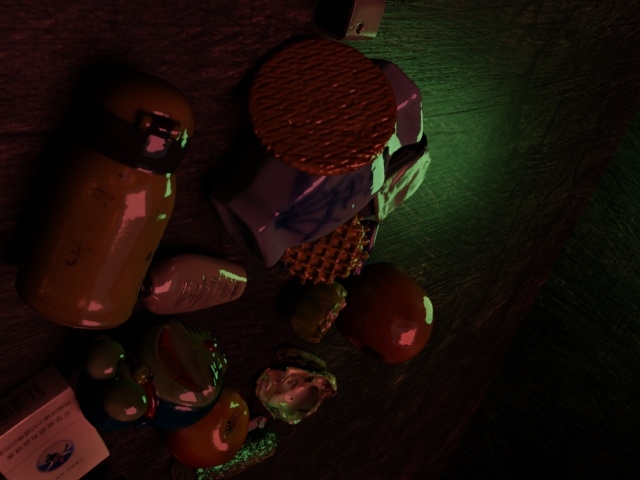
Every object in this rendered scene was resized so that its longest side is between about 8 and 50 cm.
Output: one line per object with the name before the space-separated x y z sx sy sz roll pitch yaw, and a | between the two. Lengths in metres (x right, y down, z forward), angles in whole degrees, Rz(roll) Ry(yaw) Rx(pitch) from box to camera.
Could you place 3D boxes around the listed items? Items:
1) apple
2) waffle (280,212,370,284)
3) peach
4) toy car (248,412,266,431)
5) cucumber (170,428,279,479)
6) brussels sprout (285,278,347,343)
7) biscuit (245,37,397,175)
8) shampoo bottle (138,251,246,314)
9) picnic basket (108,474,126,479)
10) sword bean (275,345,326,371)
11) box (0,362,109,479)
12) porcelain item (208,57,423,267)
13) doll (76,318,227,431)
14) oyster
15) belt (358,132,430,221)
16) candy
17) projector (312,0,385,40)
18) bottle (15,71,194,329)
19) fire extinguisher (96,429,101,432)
apple | 0.165 0.179 1.810 0.253 0.253 0.254 -35 146 -28
waffle | 0.000 0.000 1.475 0.193 0.070 0.197 -41 111 18
peach | -0.259 0.407 1.596 0.190 0.192 0.190 19 68 -57
toy car | -0.199 0.459 1.790 0.142 0.069 0.055 -18 96 -45
cucumber | -0.226 0.550 1.826 0.359 0.096 0.096 0 121 -58
brussels sprout | -0.018 0.153 1.662 0.152 0.122 0.149 -52 179 -40
biscuit | 0.004 -0.221 1.184 0.254 0.254 0.035 -42 174 -18
shampoo bottle | -0.243 0.078 1.300 0.256 0.078 0.127 2 125 -58
picnic basket | -0.431 0.666 1.365 0.337 0.337 0.293 -54 162 2
sword bean | -0.043 0.309 1.871 0.043 0.038 0.269 -54 151 -1
box | -0.486 0.350 1.260 0.164 0.069 0.257 -36 146 -26
porcelain item | -0.001 -0.144 1.305 0.405 0.178 0.243 -41 150 -16
doll | -0.298 0.245 1.281 0.186 0.199 0.321 -42 155 30
oyster | -0.079 0.384 1.867 0.294 0.094 0.166 37 82 -46
belt | 0.130 -0.152 1.517 0.230 0.139 0.126 -37 148 -21
candy | 0.026 0.012 1.618 0.275 0.070 0.145 5 111 -45
projector | 0.048 -0.386 1.208 0.082 0.083 0.083 -18 135 -45
bottle | -0.287 -0.063 1.001 0.171 0.171 0.351 3 118 -56
fire extinguisher | -0.379 0.328 1.418 0.157 0.045 0.078 -23 167 -42
